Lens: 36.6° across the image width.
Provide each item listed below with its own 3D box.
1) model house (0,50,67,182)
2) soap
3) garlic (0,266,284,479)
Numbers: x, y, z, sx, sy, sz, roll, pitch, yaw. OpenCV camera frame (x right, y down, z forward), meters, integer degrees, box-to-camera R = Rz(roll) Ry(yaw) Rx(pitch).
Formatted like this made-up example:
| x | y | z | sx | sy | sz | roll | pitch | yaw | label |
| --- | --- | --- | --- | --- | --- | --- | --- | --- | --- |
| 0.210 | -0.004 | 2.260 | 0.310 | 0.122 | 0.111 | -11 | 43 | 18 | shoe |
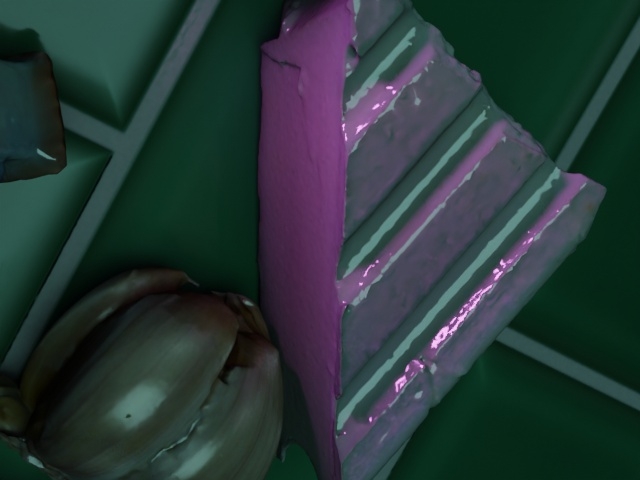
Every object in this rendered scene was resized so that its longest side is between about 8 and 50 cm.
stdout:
| x | y | z | sx | sy | sz | roll | pitch | yaw | label |
| --- | --- | --- | --- | --- | --- | --- | --- | --- | --- |
| -0.293 | -0.107 | 0.501 | 0.251 | 0.329 | 0.295 | -11 | 90 | 19 | model house |
| 0.000 | 0.000 | 0.666 | 0.258 | 0.159 | 0.302 | 41 | 87 | -31 | soap |
| -0.103 | 0.130 | 0.669 | 0.191 | 0.160 | 0.214 | -35 | 114 | -2 | garlic |
